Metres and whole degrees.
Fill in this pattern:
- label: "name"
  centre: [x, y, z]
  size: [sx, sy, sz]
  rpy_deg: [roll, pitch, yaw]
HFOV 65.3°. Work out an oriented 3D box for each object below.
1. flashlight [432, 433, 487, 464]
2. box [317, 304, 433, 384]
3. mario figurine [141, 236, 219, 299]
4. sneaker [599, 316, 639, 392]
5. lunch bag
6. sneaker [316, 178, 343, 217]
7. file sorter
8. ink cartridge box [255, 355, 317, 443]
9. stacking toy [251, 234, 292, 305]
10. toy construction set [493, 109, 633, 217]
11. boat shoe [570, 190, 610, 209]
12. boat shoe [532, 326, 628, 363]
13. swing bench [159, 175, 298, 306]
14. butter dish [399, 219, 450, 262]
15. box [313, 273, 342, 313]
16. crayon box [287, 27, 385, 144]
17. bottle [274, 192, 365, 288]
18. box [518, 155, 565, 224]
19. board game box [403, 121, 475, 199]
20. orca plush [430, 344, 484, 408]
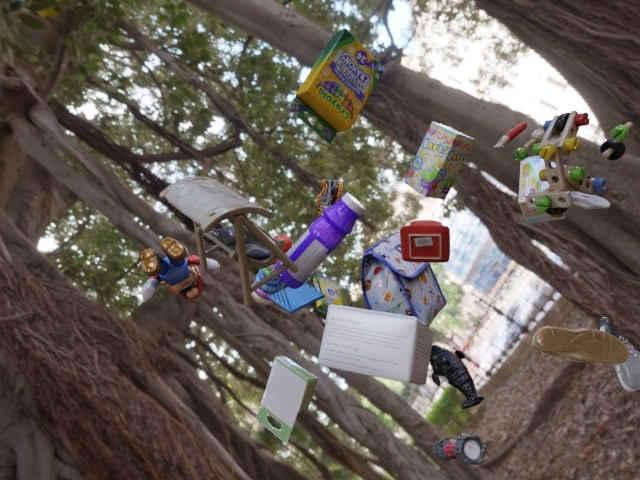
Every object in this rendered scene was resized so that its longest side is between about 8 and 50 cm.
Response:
- label: "flashlight"
  centre: [0.488, 0.755, 1.799]
  size: [0.103, 0.103, 0.304]
  rpy_deg: [-63, -2, -26]
- label: "box"
  centre: [0.116, 0.209, 0.992]
  size: [0.181, 0.182, 0.118]
  rpy_deg: [38, -120, -63]
- label: "mario figurine"
  centre: [-0.429, 0.115, 1.548]
  size: [0.320, 0.198, 0.170]
  rpy_deg: [85, -173, -69]
- label: "sneaker"
  centre: [0.926, 0.325, 1.469]
  size: [0.086, 0.228, 0.132]
  rpy_deg: [-10, -12, -46]
- label: "lunch bag"
  centre: [0.329, 0.174, 2.039]
  size: [0.239, 0.385, 0.328]
  rpy_deg: [-22, 3, 33]
- label: "sneaker"
  centre: [0.020, -0.142, 1.962]
  size: [0.084, 0.083, 0.214]
  rpy_deg: [-176, 101, -72]
- label: "file sorter"
  centre: [-0.087, 0.131, 1.509]
  size: [0.118, 0.170, 0.104]
  rpy_deg: [-25, -71, -22]
- label: "ink cartridge box"
  centre: [-0.117, 0.534, 1.689]
  size: [0.056, 0.171, 0.234]
  rpy_deg: [8, -79, -49]
- label: "stacking toy"
  centre: [-0.189, 0.111, 2.077]
  size: [0.141, 0.141, 0.330]
  rpy_deg: [-29, -32, -49]
- label: "toy construction set"
  centre: [0.613, -0.205, 1.360]
  size: [0.237, 0.309, 0.257]
  rpy_deg: [-36, -43, -23]
- label: "boat shoe"
  centre: [0.695, -0.097, 1.296]
  size: [0.035, 0.100, 0.035]
  rpy_deg: [-48, -35, -37]
- label: "boat shoe"
  centre: [0.498, 0.203, 0.967]
  size: [0.059, 0.170, 0.062]
  rpy_deg: [80, -157, -67]
- label: "swing bench"
  centre: [-0.216, -0.023, 1.185]
  size: [0.165, 0.253, 0.254]
  rpy_deg: [-36, -50, -20]
- label: "butter dish"
  centre: [0.353, -0.014, 1.672]
  size: [0.118, 0.160, 0.159]
  rpy_deg: [-72, -23, -48]
- label: "box"
  centre: [0.030, 0.217, 1.916]
  size: [0.105, 0.179, 0.043]
  rpy_deg: [28, -57, -28]
- label: "crayon box"
  centre: [0.059, -0.514, 1.681]
  size: [0.203, 0.083, 0.322]
  rpy_deg: [36, -104, -27]
- label: "bottle"
  centre: [0.000, 0.000, 1.306]
  size: [0.283, 0.092, 0.118]
  rpy_deg: [-48, 0, 13]
- label: "box"
  centre: [0.685, -0.162, 1.543]
  size: [0.103, 0.114, 0.203]
  rpy_deg: [52, -137, -35]
- label: "board game box"
  centre: [0.487, -0.325, 2.056]
  size: [0.142, 0.144, 0.275]
  rpy_deg: [3, -62, -43]
- label: "orca plush"
  centre: [0.452, 0.468, 1.781]
  size: [0.151, 0.287, 0.102]
  rpy_deg: [-36, -52, 18]
